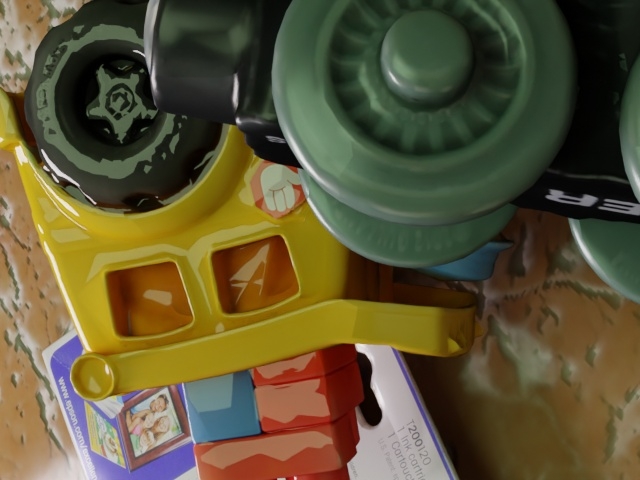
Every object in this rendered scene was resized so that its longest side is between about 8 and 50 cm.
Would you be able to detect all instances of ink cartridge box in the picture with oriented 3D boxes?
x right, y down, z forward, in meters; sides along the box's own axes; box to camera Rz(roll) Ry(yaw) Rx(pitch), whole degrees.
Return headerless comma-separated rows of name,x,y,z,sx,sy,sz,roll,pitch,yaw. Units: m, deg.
ink cartridge box,-0.029,0.098,0.629,0.208,0.045,0.206,-35,67,30

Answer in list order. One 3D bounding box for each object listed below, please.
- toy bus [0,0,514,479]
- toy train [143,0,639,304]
toy bus,0.000,0.000,0.517,0.220,0.149,0.211,-14,86,14
toy train,0.122,-0.076,0.363,0.334,0.142,0.190,10,84,5
